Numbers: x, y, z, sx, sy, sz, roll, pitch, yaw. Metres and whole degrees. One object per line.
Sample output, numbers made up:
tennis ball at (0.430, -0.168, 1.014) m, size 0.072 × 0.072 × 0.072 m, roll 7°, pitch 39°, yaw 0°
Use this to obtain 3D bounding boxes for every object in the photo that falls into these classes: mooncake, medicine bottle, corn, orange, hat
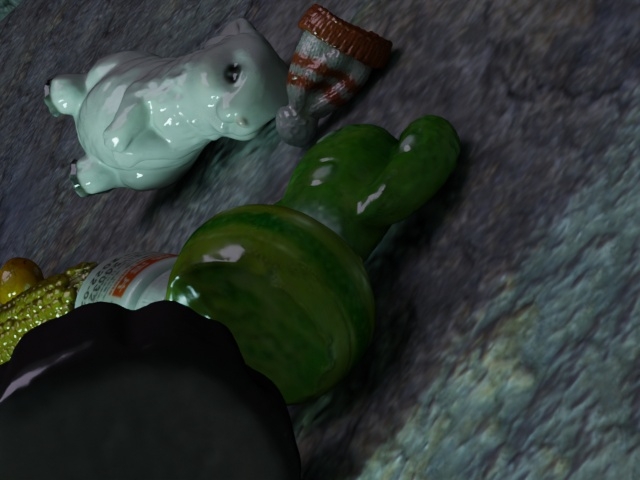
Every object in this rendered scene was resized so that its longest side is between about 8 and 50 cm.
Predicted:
mooncake at (-0.159, 0.183, 1.287) m, size 0.283 × 0.283 × 0.141 m, roll -48°, pitch 22°, yaw 10°
medicine bottle at (-0.155, 0.085, 1.616) m, size 0.144 × 0.144 × 0.252 m, roll -56°, pitch 23°, yaw -10°
corn at (-0.377, 0.128, 2.036) m, size 0.322 × 0.119 × 0.119 m, roll -29°, pitch 30°, yaw 32°
orange at (-0.447, 0.065, 2.331) m, size 0.083 × 0.070 × 0.083 m, roll -55°, pitch 11°, yaw 17°
hat at (0.001, -0.181, 1.806) m, size 0.162 × 0.112 × 0.093 m, roll -60°, pitch -7°, yaw 7°

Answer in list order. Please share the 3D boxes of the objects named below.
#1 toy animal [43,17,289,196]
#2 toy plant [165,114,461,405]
toy animal at (-0.176, -0.180, 2.062) m, size 0.357 × 0.193 × 0.258 m, roll -14°, pitch 16°, yaw 34°
toy plant at (0.000, 0.000, 1.453) m, size 0.224 × 0.184 × 0.316 m, roll -24°, pitch 19°, yaw 42°
